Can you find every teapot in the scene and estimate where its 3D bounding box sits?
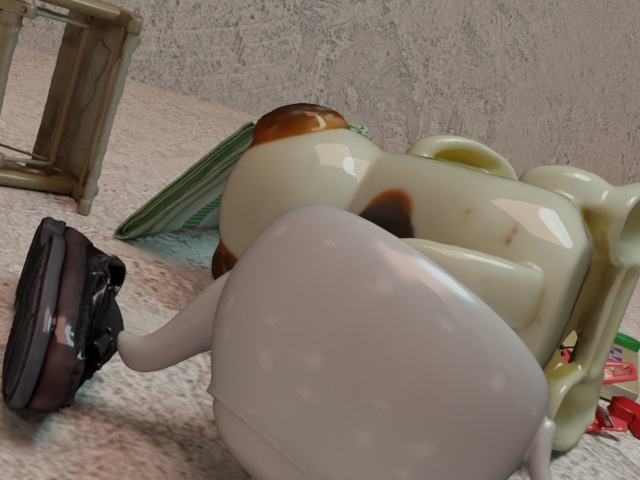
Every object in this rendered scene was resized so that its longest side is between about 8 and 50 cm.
[{"bbox_3d":[0.018,0.114,0.613,0.252,0.187,0.256,44,-14,-20],"label":"teapot"}]

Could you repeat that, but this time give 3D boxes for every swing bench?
[{"bbox_3d":[-0.378,-0.196,1.120,0.255,0.253,0.165,14,14,-25],"label":"swing bench"}]

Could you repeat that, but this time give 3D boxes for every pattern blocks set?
[{"bbox_3d":[0.349,0.159,1.194,0.285,0.026,0.325,26,18,21],"label":"pattern blocks set"}]

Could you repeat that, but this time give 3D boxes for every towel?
[{"bbox_3d":[-0.081,-0.076,1.177,0.038,0.248,0.325,60,24,9],"label":"towel"}]

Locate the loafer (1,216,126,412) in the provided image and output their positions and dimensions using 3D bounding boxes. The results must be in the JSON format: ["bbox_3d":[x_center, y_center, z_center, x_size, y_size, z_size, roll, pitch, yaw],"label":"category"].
[{"bbox_3d":[-0.192,0.051,0.725,0.095,0.109,0.302,19,10,-20],"label":"loafer"}]

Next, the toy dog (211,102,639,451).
[{"bbox_3d":[0.077,0.023,0.911,0.408,0.284,0.395,22,16,33],"label":"toy dog"}]

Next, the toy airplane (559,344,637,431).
[{"bbox_3d":[0.302,0.168,1.027,0.151,0.028,0.151,8,32,-5],"label":"toy airplane"}]
